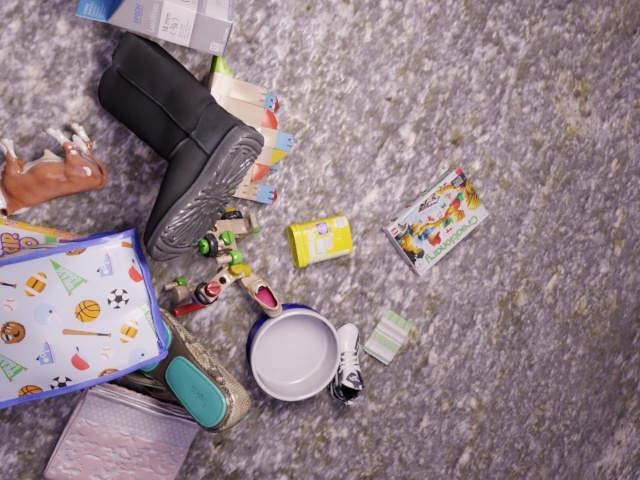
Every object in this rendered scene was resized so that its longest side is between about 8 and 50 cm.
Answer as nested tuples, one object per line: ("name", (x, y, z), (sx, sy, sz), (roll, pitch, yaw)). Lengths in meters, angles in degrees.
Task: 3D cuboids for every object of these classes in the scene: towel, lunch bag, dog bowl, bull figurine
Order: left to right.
("bull figurine", (-0.680, -0.162, 1.270), (0.310, 0.101, 0.189), (-17, 107, -14))
("lunch bag", (-0.569, 0.161, 1.206), (0.384, 0.239, 0.328), (-13, 100, -5))
("towel", (-0.524, 0.556, 1.430), (0.331, 0.053, 0.317), (25, 103, -18))
("dog bowl", (-0.080, 0.319, 1.539), (0.264, 0.104, 0.265), (-3, 100, -18))
("towel", (0.213, 0.304, 1.679), (0.113, 0.023, 0.152), (35, 84, -22))

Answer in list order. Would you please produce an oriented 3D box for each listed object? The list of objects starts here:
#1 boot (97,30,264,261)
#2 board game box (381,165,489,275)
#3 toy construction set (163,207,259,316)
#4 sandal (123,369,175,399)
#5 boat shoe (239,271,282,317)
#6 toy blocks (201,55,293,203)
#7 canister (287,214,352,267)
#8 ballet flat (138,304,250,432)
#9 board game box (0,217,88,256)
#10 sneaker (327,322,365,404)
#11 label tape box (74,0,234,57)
("boot", (-0.385, -0.224, 1.223), (0.445, 0.146, 0.367), (42, 95, 20))
("board game box", (0.360, -0.061, 1.651), (0.305, 0.053, 0.193), (-41, 108, -8))
("toy construction set", (-0.261, 0.054, 1.400), (0.237, 0.257, 0.309), (-14, 141, -42))
("sandal", (-0.413, 0.392, 1.441), (0.302, 0.120, 0.086), (26, 105, -21))
("boat shoe", (-0.166, 0.136, 1.467), (0.063, 0.059, 0.170), (-39, 71, -23))
("toy blocks", (-0.197, -0.255, 1.393), (0.260, 0.190, 0.382), (9, 93, -31))
("canister", (0.000, 0.000, 1.534), (0.169, 0.073, 0.126), (-13, 102, -17))
("ballet flat", (-0.368, 0.304, 1.378), (0.482, 0.182, 0.164), (37, 94, 20))
("board game box", (-0.695, 0.021, 1.288), (0.259, 0.039, 0.124), (16, 119, -26))
("sneaker", (0.089, 0.376, 1.577), (0.093, 0.153, 0.235), (14, 94, -21))
("label tape box", (-0.371, -0.586, 1.240), (0.333, 0.106, 0.241), (10, 53, -20))
